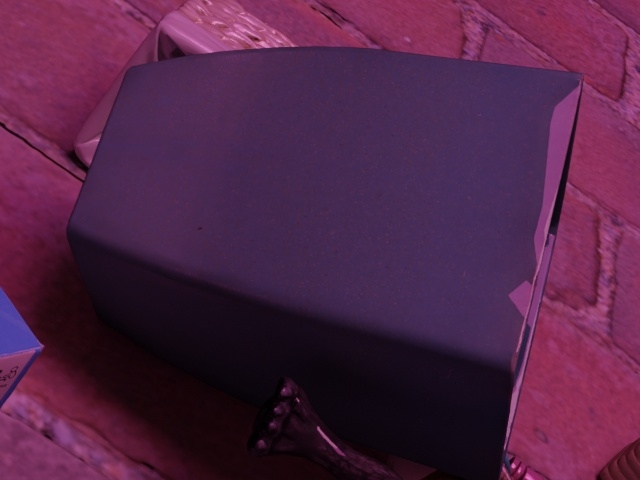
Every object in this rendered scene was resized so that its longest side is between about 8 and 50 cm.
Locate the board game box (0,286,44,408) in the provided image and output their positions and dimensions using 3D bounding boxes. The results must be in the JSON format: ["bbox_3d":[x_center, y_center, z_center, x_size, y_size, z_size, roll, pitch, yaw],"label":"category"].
[{"bbox_3d":[-0.320,-0.018,0.689,0.302,0.086,0.308,51,32,19],"label":"board game box"}]

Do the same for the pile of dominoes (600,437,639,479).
[{"bbox_3d":[0.284,0.231,1.092,0.251,0.040,0.196,54,32,8],"label":"pile of dominoes"}]

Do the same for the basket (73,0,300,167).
[{"bbox_3d":[-0.046,-0.064,1.024,0.167,0.113,0.103,35,28,-9],"label":"basket"}]

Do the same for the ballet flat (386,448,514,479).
[{"bbox_3d":[0.084,0.152,0.924,0.079,0.077,0.221,-25,62,-14],"label":"ballet flat"}]

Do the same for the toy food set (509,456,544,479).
[{"bbox_3d":[0.112,0.157,0.993,0.078,0.019,0.122,15,38,-36],"label":"toy food set"}]

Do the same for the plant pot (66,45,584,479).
[{"bbox_3d":[0.000,0.000,0.870,0.234,0.166,0.166,13,64,8],"label":"plant pot"}]

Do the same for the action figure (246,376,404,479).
[{"bbox_3d":[0.075,0.182,0.794,0.275,0.164,0.141,27,12,-2],"label":"action figure"}]
